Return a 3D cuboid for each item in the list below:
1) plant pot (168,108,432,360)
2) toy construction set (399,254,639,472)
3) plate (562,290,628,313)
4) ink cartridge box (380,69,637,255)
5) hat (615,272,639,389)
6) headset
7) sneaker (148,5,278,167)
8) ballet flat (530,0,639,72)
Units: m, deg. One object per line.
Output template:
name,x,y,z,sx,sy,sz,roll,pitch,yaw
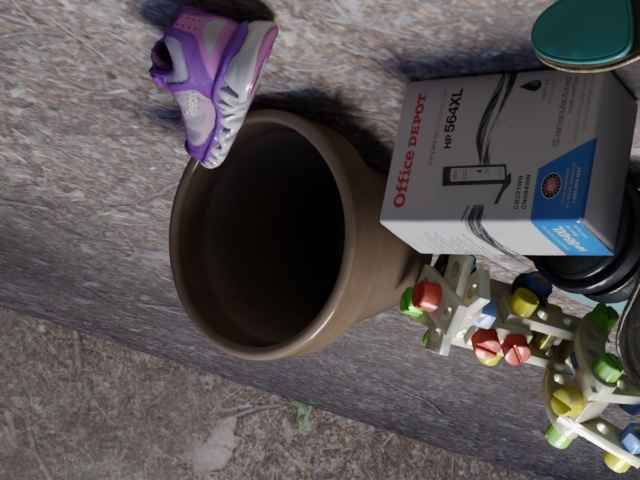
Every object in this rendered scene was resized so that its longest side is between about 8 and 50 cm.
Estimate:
plant pot,0.000,0.000,1.345,0.263,0.263,0.229,-1,176,38
toy construction set,0.207,0.109,1.304,0.327,0.215,0.151,29,119,-28
plate,0.398,0.060,1.560,0.188,0.024,0.188,12,164,3
ink cartridge box,0.167,-0.069,1.104,0.203,0.148,0.086,0,160,36
hat,0.411,0.049,1.013,0.331,0.331,0.134,27,-160,-39
headset,0.354,-0.004,1.272,0.243,0.185,0.394,22,176,-16
sneaker,-0.113,-0.151,1.164,0.104,0.095,0.236,21,158,-4
ballet flat,0.247,-0.161,0.894,0.067,0.073,0.206,7,173,-35
